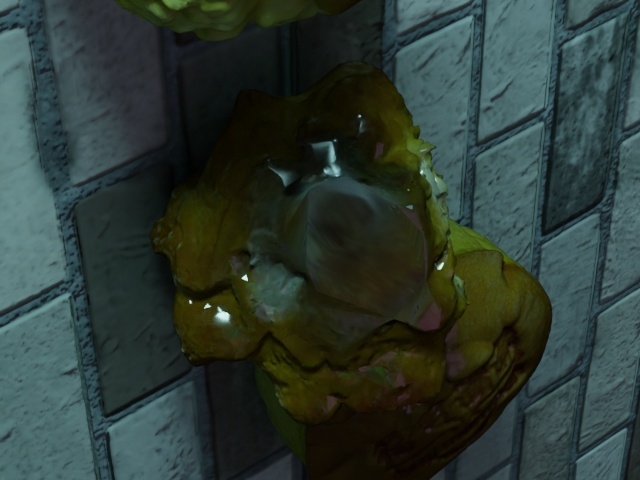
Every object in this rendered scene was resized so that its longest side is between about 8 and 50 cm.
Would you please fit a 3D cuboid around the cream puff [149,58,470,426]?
[{"bbox_3d":[0.000,0.000,1.155,0.241,0.155,0.269,17,98,-5],"label":"cream puff"}]

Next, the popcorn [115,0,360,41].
[{"bbox_3d":[-0.045,-0.243,0.888,0.224,0.270,0.258,-6,169,-40],"label":"popcorn"}]

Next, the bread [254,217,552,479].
[{"bbox_3d":[0.074,0.101,1.365,0.269,0.148,0.270,-25,137,-26],"label":"bread"}]
